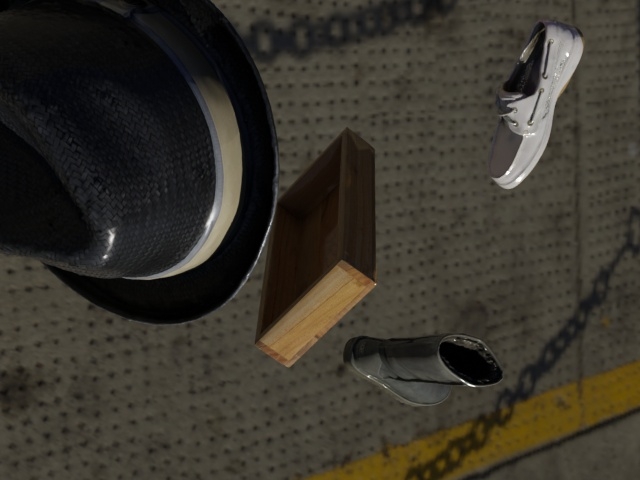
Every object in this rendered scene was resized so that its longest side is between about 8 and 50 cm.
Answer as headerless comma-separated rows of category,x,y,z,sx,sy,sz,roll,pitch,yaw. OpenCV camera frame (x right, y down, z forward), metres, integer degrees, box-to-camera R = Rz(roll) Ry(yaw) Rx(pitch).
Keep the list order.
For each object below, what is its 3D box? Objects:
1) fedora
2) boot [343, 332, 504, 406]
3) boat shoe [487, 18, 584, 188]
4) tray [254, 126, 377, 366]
fedora,-0.199,-0.071,0.859,0.152,0.334,0.334,-23,110,-53
boot,0.150,0.158,1.399,0.190,0.208,0.076,20,68,-33
boat shoe,0.316,-0.220,1.787,0.096,0.098,0.277,12,103,-36
tray,0.000,0.000,1.797,0.076,0.411,0.203,36,117,-19
